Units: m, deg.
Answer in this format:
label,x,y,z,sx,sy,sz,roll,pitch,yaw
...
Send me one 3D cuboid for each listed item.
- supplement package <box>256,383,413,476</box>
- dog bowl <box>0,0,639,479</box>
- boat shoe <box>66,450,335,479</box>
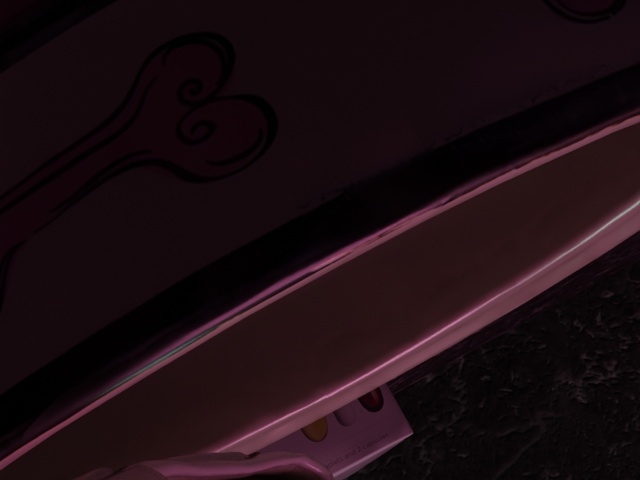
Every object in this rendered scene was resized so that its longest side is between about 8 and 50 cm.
label,x,y,z,sx,sy,sz,roll,pitch,yaw
supplement package,-0.082,0.196,1.451,0.262,0.145,0.204,-25,169,-23
dog bowl,-0.021,-0.021,0.603,0.408,0.150,0.408,-28,170,-5
boat shoe,-0.062,0.113,0.482,0.096,0.098,0.277,-33,178,17
